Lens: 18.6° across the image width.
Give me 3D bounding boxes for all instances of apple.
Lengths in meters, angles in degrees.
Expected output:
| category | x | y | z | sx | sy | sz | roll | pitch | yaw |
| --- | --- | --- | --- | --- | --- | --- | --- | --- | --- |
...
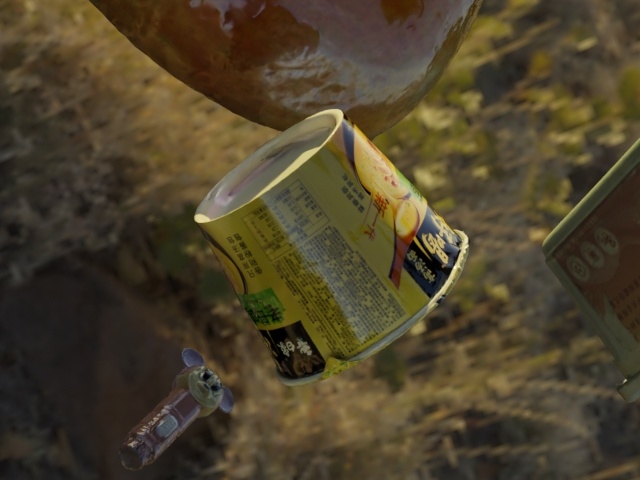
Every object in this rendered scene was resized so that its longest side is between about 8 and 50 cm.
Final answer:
| category | x | y | z | sx | sy | sz | roll | pitch | yaw |
| --- | --- | --- | --- | --- | --- | --- | --- | --- | --- |
| apple | -0.032 | -0.213 | 1.393 | 0.346 | 0.179 | 0.254 | 26 | 82 | -25 |

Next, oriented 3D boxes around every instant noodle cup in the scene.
| category | x | y | z | sx | sy | sz | roll | pitch | yaw |
| --- | --- | --- | --- | --- | --- | --- | --- | --- | --- |
| instant noodle cup | 0.000 | 0.000 | 1.208 | 0.122 | 0.151 | 0.151 | 52 | 36 | -13 |

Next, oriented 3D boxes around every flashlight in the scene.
| category | x | y | z | sx | sy | sz | roll | pitch | yaw |
| --- | --- | --- | --- | --- | --- | --- | --- | --- | --- |
| flashlight | -0.091 | 0.110 | 1.239 | 0.052 | 0.031 | 0.110 | 52 | 38 | -5 |

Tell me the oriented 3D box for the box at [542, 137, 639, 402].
| category | x | y | z | sx | sy | sz | roll | pitch | yaw |
| --- | --- | --- | --- | --- | --- | --- | --- | --- | --- |
| box | 0.344 | -0.005 | 1.811 | 0.175 | 0.312 | 0.182 | -31 | 77 | -32 |
